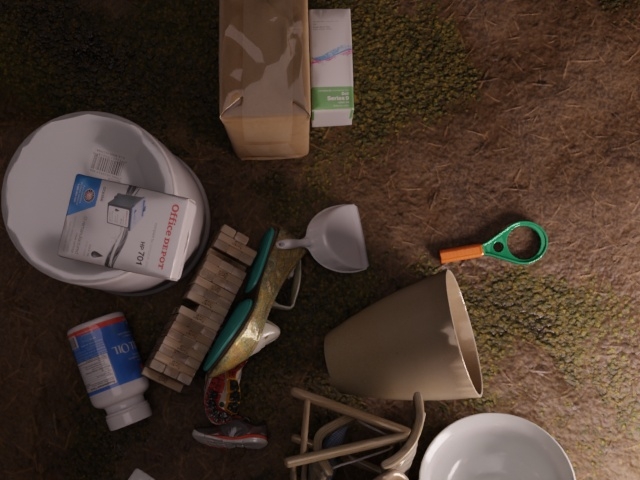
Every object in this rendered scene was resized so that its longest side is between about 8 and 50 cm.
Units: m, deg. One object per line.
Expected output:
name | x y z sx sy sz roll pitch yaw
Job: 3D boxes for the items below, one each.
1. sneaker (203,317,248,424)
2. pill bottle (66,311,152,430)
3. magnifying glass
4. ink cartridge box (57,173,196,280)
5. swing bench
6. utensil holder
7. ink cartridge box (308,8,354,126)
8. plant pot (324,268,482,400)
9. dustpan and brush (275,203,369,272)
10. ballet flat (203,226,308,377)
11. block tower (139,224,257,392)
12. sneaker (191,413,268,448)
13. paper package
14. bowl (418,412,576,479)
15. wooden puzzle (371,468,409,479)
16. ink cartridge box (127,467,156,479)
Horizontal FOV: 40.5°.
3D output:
sneaker | -0.202 0.267 1.784 0.088 0.093 0.225 16 67 -12
pill bottle | -0.421 0.266 1.764 0.124 0.124 0.221 -21 86 -2
magnifying glass | 0.366 0.016 1.838 0.231 0.026 0.092 -10 85 -3
ink cartridge box | -0.315 -0.020 1.425 0.190 0.082 0.139 12 86 2
swing bench | 0.063 0.410 1.665 0.254 0.253 0.165 3 55 1
utensil holder | -0.396 -0.056 1.661 0.327 0.385 0.327 0 86 0
ink cartridge box | 0.021 -0.356 1.802 0.093 0.154 0.212 -3 85 0
plant pot | 0.156 0.215 1.728 0.274 0.256 0.256 -16 85 15
dustpan and brush | 0.000 0.000 1.786 0.060 0.211 0.147 -18 80 41
ballet flat | -0.116 0.135 1.748 0.123 0.123 0.348 22 65 2
block tower | -0.241 0.137 1.751 0.091 0.097 0.335 30 74 -13
sneaker | -0.185 0.393 1.796 0.158 0.061 0.065 5 59 -1
paper package | -0.106 -0.341 1.718 0.168 0.325 0.309 -2 84 -1
bowl | 0.345 0.502 1.712 0.298 0.134 0.298 -4 53 6
wooden puzzle | 0.115 0.609 1.613 0.322 0.080 0.348 -37 100 17
ink cartridge box | -0.365 0.712 1.764 0.308 0.091 0.385 33 69 3
